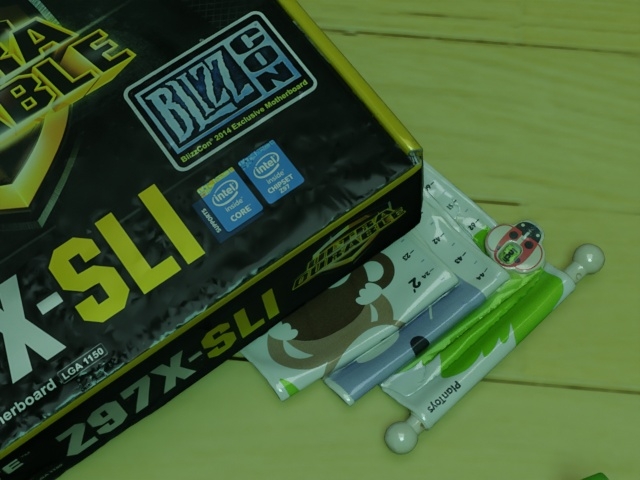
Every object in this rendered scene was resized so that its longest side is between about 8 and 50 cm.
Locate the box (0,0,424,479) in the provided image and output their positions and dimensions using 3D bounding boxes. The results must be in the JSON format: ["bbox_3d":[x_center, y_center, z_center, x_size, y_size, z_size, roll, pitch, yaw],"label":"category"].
[{"bbox_3d":[-0.150,-0.028,0.644,0.322,0.079,0.257,-34,70,-9],"label":"box"}]

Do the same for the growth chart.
[{"bbox_3d":[0.000,0.000,0.678,0.237,0.021,0.172,37,70,17],"label":"growth chart"}]

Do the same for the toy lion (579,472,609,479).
[{"bbox_3d":[0.136,0.153,0.572,0.034,0.096,0.100,-19,106,-9],"label":"toy lion"}]
